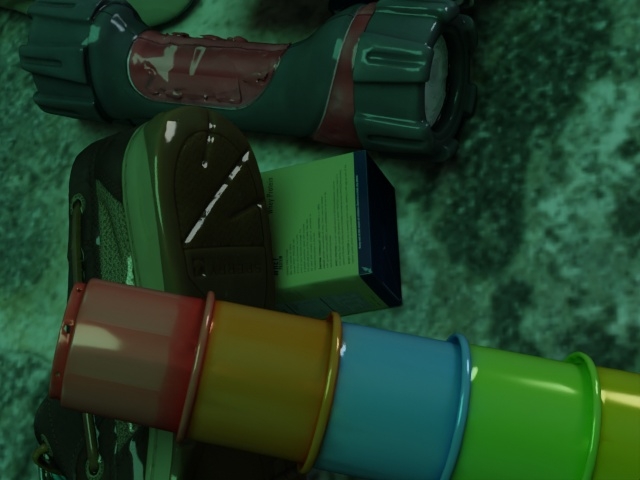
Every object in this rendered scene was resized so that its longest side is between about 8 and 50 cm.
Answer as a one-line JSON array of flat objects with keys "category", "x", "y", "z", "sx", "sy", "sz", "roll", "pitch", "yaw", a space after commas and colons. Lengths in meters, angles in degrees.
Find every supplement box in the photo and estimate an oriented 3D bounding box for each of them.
[{"category": "supplement box", "x": 0.000, "y": 0.000, "z": 0.766, "sx": 0.083, "sy": 0.056, "sz": 0.083, "roll": -11, "pitch": 62, "yaw": 19}]

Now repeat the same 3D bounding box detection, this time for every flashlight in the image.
[{"category": "flashlight", "x": -0.055, "y": -0.116, "z": 0.813, "sx": 0.304, "sy": 0.103, "sz": 0.103, "roll": 10, "pitch": 91, "yaw": 24}]

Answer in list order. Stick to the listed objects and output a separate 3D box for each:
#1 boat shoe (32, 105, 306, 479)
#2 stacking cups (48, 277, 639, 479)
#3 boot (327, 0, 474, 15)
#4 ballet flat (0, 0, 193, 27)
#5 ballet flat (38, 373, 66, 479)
[{"category": "boat shoe", "x": -0.095, "y": 0.101, "z": 0.705, "sx": 0.123, "sy": 0.123, "sz": 0.342, "roll": -9, "pitch": 84, "yaw": 34}, {"category": "stacking cups", "x": 0.031, "y": 0.085, "z": 0.602, "sx": 0.316, "sy": 0.096, "sz": 0.096, "roll": 10, "pitch": 67, "yaw": -7}, {"category": "boot", "x": 0.096, "y": -0.174, "z": 0.807, "sx": 0.190, "sy": 0.069, "sz": 0.086, "roll": 8, "pitch": 75, "yaw": 36}, {"category": "ballet flat", "x": -0.211, "y": -0.208, "z": 0.943, "sx": 0.248, "sy": 0.086, "sz": 0.086, "roll": 9, "pitch": 71, "yaw": 27}, {"category": "ballet flat", "x": -0.145, "y": 0.165, "z": 0.750, "sx": 0.068, "sy": 0.072, "sz": 0.213, "roll": -36, "pitch": 49, "yaw": 41}]
